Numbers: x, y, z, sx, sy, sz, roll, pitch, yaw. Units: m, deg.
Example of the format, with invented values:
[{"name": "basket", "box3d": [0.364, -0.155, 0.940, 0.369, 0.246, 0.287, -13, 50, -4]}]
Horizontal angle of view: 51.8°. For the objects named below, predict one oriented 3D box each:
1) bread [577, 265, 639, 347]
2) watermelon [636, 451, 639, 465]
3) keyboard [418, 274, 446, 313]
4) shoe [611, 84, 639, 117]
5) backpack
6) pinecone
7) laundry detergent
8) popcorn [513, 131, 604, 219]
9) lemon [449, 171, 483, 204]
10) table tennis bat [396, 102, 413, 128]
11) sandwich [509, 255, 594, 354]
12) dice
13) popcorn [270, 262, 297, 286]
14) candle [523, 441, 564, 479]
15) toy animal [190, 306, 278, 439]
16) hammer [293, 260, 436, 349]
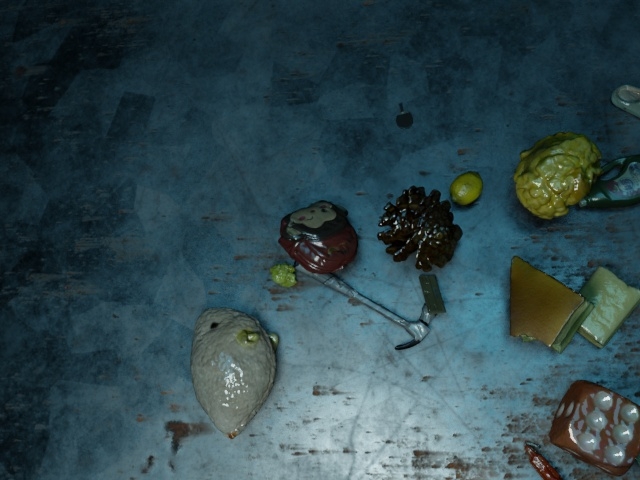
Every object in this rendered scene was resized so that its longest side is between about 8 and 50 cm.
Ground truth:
[{"name": "bread", "box3d": [0.726, 0.171, 1.700, 0.139, 0.060, 0.178, 38, 84, 18]}, {"name": "watermelon", "box3d": [0.804, 0.511, 1.580, 0.101, 0.080, 0.155, -1, 95, -2]}, {"name": "keyboard", "box3d": [0.301, 0.145, 1.778, 0.049, 0.015, 0.129, -1, 47, -9]}, {"name": "shoe", "box3d": [0.907, -0.383, 1.820, 0.195, 0.078, 0.079, 27, 80, 20]}, {"name": "backpack", "box3d": [0.001, -0.002, 1.829, 0.229, 0.139, 0.229, 7, 47, -8]}, {"name": "pinecone", "box3d": [0.261, -0.034, 1.777, 0.201, 0.202, 0.229, 3, 95, 34]}, {"name": "laundry detergent", "box3d": [0.796, -0.149, 1.782, 0.210, 0.063, 0.137, -22, 68, 6]}, {"name": "popcorn", "box3d": [0.620, -0.171, 1.744, 0.250, 0.250, 0.190, -34, 105, -1]}, {"name": "lemon", "box3d": [0.404, -0.143, 1.837, 0.110, 0.082, 0.082, -43, 72, -11]}, {"name": "table tennis bat", "box3d": [0.248, -0.372, 1.969, 0.050, 0.007, 0.083, -14, 74, 6]}, {"name": "sandwich", "box3d": [0.551, 0.172, 1.695, 0.220, 0.108, 0.186, 39, 98, 39]}, {"name": "dice", "box3d": [0.660, 0.445, 1.574, 0.173, 0.179, 0.175, 27, 83, 16]}, {"name": "popcorn", "box3d": [-0.106, 0.101, 1.871, 0.083, 0.059, 0.068, 41, 54, -5]}, {"name": "candle", "box3d": [0.561, 0.566, 1.623, 0.048, 0.053, 0.162, -35, 69, -7]}, {"name": "toy animal", "box3d": [-0.230, 0.340, 1.755, 0.226, 0.188, 0.359, -14, 73, 12]}, {"name": "hammer", "box3d": [0.111, 0.150, 1.828, 0.426, 0.044, 0.152, 31, 82, 18]}]
